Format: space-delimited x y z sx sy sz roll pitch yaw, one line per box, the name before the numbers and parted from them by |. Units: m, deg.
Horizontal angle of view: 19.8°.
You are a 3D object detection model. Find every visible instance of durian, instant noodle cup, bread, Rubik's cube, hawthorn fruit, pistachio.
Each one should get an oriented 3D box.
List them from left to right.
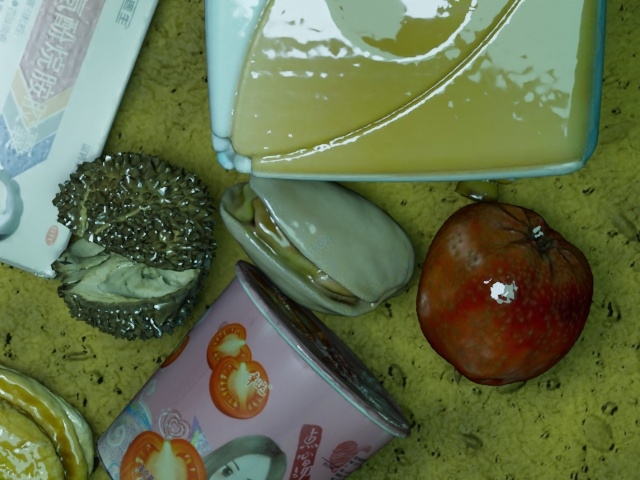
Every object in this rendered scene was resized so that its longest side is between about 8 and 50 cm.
bread | -0.342 0.240 1.807 0.198 0.120 0.236 35 90 -9
durian | -0.174 -0.003 1.777 0.167 0.196 0.196 34 90 9
instant noodle cup | -0.073 0.181 1.798 0.231 0.243 0.243 -45 101 6
pistachio | 0.000 0.000 1.822 0.223 0.152 0.126 27 127 -32
Rubik's cube | 0.081 -0.246 1.673 0.347 0.351 0.352 0 104 4
hawthorn fruit | 0.176 0.067 1.857 0.179 0.179 0.200 20 126 -11

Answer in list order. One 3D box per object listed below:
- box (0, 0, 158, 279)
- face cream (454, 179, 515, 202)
box | -0.302 -0.162 1.797 0.214 0.069 0.353 20 95 -11
face cream | 0.189 -0.126 1.887 0.072 0.051 0.182 18 92 -9
